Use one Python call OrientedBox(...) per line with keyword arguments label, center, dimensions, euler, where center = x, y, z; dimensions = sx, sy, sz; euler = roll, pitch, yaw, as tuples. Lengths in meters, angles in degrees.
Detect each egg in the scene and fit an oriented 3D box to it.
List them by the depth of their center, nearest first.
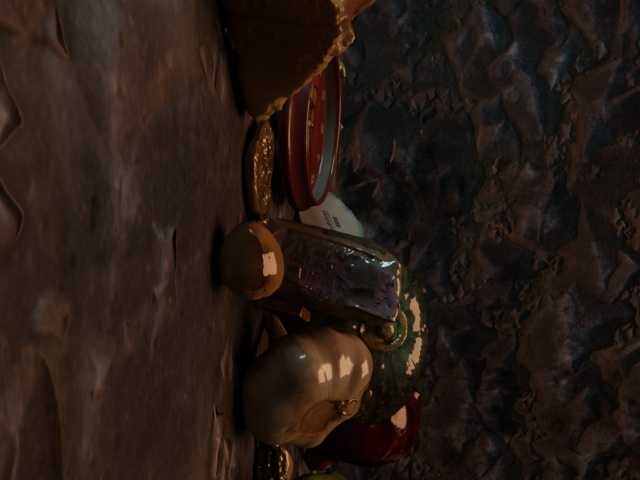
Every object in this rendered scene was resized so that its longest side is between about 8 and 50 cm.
OrientedBox(label="egg", center=(-0.075, 0.021, 0.561), dimensions=(0.071, 0.071, 0.083), euler=(-62, 153, -79))

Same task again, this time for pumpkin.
OrientedBox(label="pumpkin", center=(0.055, 0.184, 1.004), dimensions=(0.257, 0.291, 0.328), euler=(149, -43, -71))

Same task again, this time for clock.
OrientedBox(label="clock", center=(-0.026, -0.210, 0.928), dimensions=(0.318, 0.080, 0.319), euler=(7, 90, -79))

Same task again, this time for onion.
OrientedBox(label="onion", center=(0.100, 0.575, 1.625), dimensions=(0.421, 0.398, 0.398), euler=(-63, 178, 8))

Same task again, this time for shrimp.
OrientedBox(label="shrimp", center=(-0.079, 0.401, 0.826), dimensions=(0.117, 0.066, 0.262), euler=(-68, 158, -74))

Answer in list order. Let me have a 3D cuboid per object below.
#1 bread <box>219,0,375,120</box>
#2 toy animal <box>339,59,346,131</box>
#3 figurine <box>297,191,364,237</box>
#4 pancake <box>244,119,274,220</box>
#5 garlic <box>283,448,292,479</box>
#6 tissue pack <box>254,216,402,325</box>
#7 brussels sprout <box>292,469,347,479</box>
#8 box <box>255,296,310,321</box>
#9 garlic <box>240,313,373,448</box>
OrientedBox(label="bread", center=(-0.057, -0.283, 0.555), dimensions=(0.211, 0.224, 0.184), euler=(38, 49, -31))
OrientedBox(label="toy animal", center=(-0.012, -0.295, 1.100), dimensions=(0.101, 0.103, 0.219), euler=(-46, 146, -53))
OrientedBox(label="figurine", center=(0.000, 0.000, 1.237), dimensions=(0.250, 0.166, 0.141), euler=(-100, -150, -48))
OrientedBox(label="pancake", center=(-0.080, -0.096, 0.707), dimensions=(0.139, 0.022, 0.140), euler=(4, 90, -85))
OrientedBox(label="garlic", center=(-0.079, 0.456, 1.025), dimensions=(0.053, 0.041, 0.083), euler=(74, 26, -61))
OrientedBox(label="tissue pack", center=(0.012, 0.043, 0.764), dimensions=(0.257, 0.214, 0.123), euler=(63, 43, -82))
OrientedBox(label="brussels sprout", center=(0.001, 0.468, 0.712), dimensions=(0.227, 0.294, 0.260), euler=(175, -64, -78))
OrientedBox(label="box", center=(-0.056, 0.111, 0.836), dimensions=(0.149, 0.073, 0.020), euler=(76, 27, -78))
OrientedBox(label="garlic", center=(-0.040, 0.174, 0.770), dimensions=(0.226, 0.199, 0.199), euler=(-126, -153, -46))
